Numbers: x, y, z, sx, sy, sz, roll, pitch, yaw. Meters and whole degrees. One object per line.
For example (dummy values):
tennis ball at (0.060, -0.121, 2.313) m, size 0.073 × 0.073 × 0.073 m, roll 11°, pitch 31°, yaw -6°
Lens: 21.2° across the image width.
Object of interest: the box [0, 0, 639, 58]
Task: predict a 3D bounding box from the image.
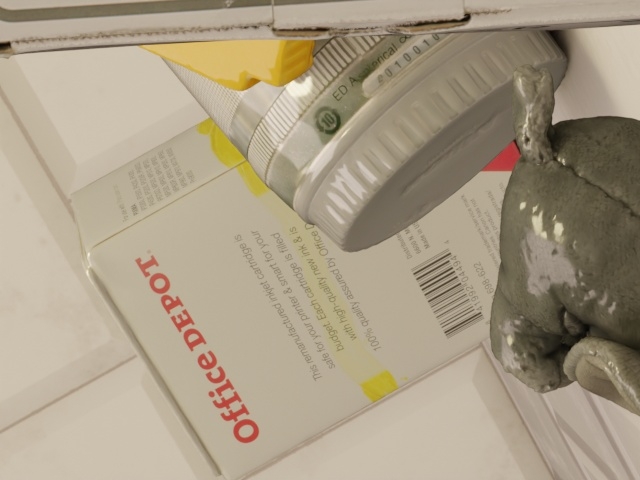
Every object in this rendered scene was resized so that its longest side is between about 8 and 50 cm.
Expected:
box at (-0.004, -0.186, 0.361) m, size 0.087 × 0.169 × 0.289 m, roll -134°, pitch 39°, yaw -82°

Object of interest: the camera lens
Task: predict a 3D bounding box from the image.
camera lens at (0.005, -0.158, 1.165) m, size 0.274 × 0.219 × 0.219 m, roll 51°, pitch 176°, yaw 13°

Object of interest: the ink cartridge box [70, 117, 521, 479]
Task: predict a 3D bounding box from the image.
ink cartridge box at (0.000, 0.000, 1.587) m, size 0.279 × 0.385 × 0.160 m, roll 62°, pitch 178°, yaw -25°

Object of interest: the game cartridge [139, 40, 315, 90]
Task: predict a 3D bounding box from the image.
game cartridge at (-0.107, -0.272, 1.001) m, size 0.285 × 0.053 × 0.323 m, roll 27°, pitch 129°, yaw 19°

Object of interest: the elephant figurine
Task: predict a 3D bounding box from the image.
elephant figurine at (0.200, 0.045, 0.829) m, size 0.239 × 0.186 × 0.169 m, roll 45°, pitch 124°, yaw 44°
